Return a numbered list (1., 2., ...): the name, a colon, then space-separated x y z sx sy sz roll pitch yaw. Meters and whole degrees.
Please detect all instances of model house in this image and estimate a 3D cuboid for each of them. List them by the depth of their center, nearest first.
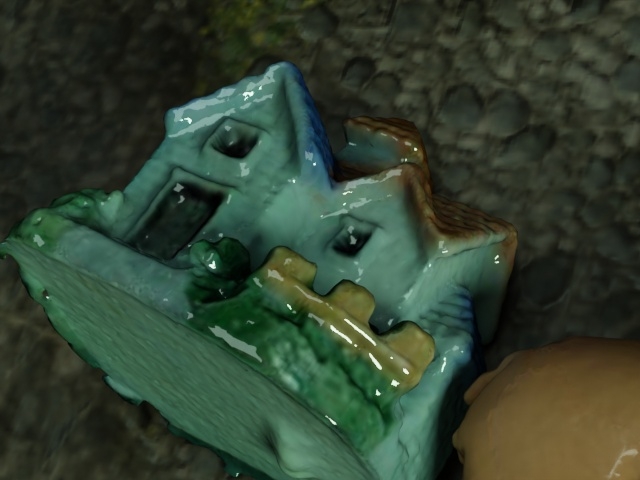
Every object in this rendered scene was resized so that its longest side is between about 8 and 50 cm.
1. model house: 0.000 0.000 0.533 0.148 0.119 0.148 20 62 31

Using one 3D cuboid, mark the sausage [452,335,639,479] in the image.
1. sausage: 0.175 0.077 0.425 0.289 0.086 0.086 4 62 23
